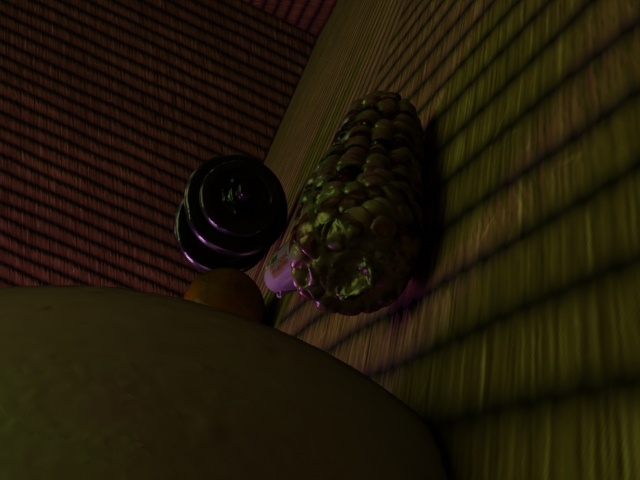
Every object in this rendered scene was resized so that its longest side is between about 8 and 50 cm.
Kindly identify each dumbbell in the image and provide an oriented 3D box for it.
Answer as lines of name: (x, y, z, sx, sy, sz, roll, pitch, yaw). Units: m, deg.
dumbbell: (-0.167, -0.042, 1.639, 0.192, 0.192, 0.290, -69, 9, -23)

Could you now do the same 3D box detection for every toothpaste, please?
toothpaste: (0.000, 0.000, 0.939, 0.056, 0.058, 0.314, -21, -8, -24)

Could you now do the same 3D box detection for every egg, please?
egg: (-0.160, 0.175, 0.428, 0.354, 0.340, 0.354, -62, 10, 20)

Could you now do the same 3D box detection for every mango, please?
mango: (-0.150, 0.128, 1.294, 0.295, 0.120, 0.177, 152, 134, -80)

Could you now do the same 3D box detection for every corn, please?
corn: (0.037, -0.039, 0.690, 0.092, 0.092, 0.280, -61, 5, 29)
